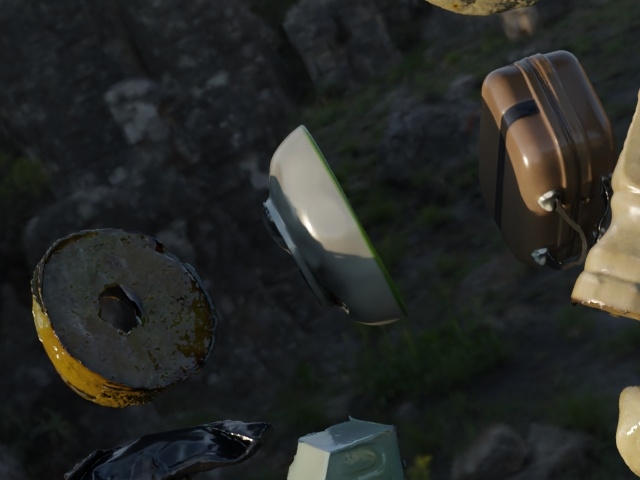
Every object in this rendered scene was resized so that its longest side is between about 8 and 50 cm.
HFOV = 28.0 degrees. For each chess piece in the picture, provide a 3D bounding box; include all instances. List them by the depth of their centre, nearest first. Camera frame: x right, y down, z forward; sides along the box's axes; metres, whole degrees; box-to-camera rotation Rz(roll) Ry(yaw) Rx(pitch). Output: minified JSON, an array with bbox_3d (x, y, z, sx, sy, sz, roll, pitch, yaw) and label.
[{"bbox_3d":[0.353,-0.060,1.280,0.137,0.300,0.137,15,-3,1],"label":"chess piece"}]

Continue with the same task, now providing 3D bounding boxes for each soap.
[{"bbox_3d":[0.042,0.343,1.590,0.145,0.230,0.091,-14,1,-32],"label":"soap"}]

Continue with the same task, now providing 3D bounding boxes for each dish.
[{"bbox_3d":[0.000,0.000,1.887,0.124,0.324,0.324,-29,12,1],"label":"dish"}]

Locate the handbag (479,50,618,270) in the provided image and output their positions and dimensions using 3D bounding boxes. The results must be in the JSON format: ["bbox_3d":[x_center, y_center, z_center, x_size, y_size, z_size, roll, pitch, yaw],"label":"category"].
[{"bbox_3d":[0.332,-0.087,1.833,0.149,0.283,0.302,-17,-33,-9],"label":"handbag"}]

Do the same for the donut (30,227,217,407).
[{"bbox_3d":[-0.282,0.113,1.794,0.272,0.272,0.107,-37,-12,-44],"label":"donut"}]

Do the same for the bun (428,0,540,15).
[{"bbox_3d":[0.232,-0.429,1.706,0.273,0.273,0.168,-25,40,3],"label":"bun"}]

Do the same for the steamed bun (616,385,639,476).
[{"bbox_3d":[0.380,0.207,1.229,0.212,0.110,0.231,13,-8,-2],"label":"steamed bun"}]

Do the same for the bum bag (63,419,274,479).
[{"bbox_3d":[-0.207,0.287,1.638,0.310,0.074,0.137,-15,8,-3],"label":"bum bag"}]
